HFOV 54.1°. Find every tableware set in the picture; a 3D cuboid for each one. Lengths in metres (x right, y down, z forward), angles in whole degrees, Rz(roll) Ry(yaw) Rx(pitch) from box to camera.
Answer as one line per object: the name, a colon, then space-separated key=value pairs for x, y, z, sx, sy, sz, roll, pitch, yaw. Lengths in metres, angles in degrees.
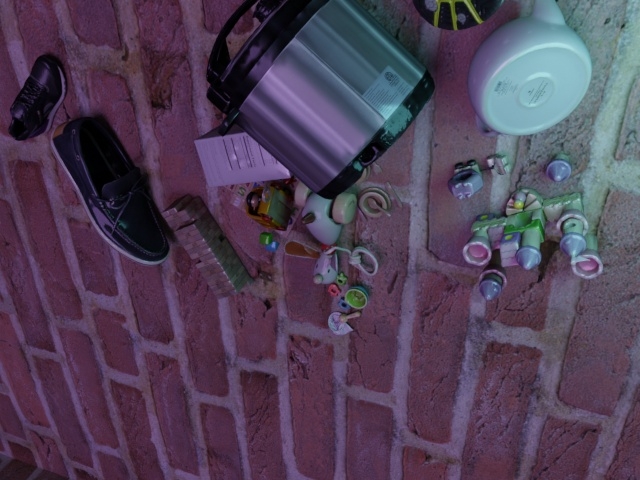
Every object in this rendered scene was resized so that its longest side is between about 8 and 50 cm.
tableware set: x=0.110 y=-0.136 z=1.622 sx=0.128 sy=0.039 sz=0.194 roll=-22 pitch=110 yaw=33

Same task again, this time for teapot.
teapot: x=0.403 y=-0.347 z=1.272 sx=0.256 sy=0.187 sz=0.252 roll=-28 pitch=134 yaw=18

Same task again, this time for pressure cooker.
pressure cooker: x=-0.014 y=-0.347 z=1.336 sx=0.420 sy=0.370 sz=0.375 roll=41 pitch=124 yaw=-9

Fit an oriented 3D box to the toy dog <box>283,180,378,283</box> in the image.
toy dog: x=0.000 y=0.000 z=1.668 sx=0.220 sy=0.161 sz=0.333 roll=1 pitch=122 yaw=37

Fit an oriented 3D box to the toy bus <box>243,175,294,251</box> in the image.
toy bus: x=-0.148 y=-0.092 z=1.660 sx=0.104 sy=0.191 sz=0.202 roll=10 pitch=124 yaw=19

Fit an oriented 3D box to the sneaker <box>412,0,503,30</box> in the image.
sneaker: x=0.344 y=-0.533 z=1.210 sx=0.385 sy=0.147 sz=0.145 roll=-12 pitch=122 yaw=50

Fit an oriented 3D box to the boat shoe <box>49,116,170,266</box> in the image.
boat shoe: x=-0.601 y=-0.142 z=1.853 sx=0.156 sy=0.187 sz=0.500 roll=-20 pitch=105 yaw=39

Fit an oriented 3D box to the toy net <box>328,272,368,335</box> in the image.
toy net: x=0.061 y=0.206 z=1.860 sx=0.122 sy=0.045 sz=0.232 roll=26 pitch=128 yaw=7

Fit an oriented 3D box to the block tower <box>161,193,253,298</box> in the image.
block tower: x=-0.337 y=0.025 z=1.894 sx=0.091 sy=0.097 sz=0.335 roll=-19 pitch=113 yaw=33

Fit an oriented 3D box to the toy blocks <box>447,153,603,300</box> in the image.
toy blocks: x=0.449 y=-0.016 z=1.407 sx=0.289 sy=0.260 sz=0.309 roll=-12 pitch=115 yaw=31

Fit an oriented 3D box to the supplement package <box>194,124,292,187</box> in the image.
supplement package: x=-0.175 y=-0.232 z=1.621 sx=0.244 sy=0.139 sz=0.134 roll=-4 pitch=115 yaw=26

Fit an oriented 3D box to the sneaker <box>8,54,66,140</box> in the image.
sneaker: x=-0.831 y=-0.400 z=1.823 sx=0.107 sy=0.124 sz=0.283 roll=34 pitch=128 yaw=0

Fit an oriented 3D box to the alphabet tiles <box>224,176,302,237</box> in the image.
alphabet tiles: x=-0.159 y=-0.137 z=1.763 sx=0.237 sy=0.009 sz=0.198 roll=31 pitch=128 yaw=2
